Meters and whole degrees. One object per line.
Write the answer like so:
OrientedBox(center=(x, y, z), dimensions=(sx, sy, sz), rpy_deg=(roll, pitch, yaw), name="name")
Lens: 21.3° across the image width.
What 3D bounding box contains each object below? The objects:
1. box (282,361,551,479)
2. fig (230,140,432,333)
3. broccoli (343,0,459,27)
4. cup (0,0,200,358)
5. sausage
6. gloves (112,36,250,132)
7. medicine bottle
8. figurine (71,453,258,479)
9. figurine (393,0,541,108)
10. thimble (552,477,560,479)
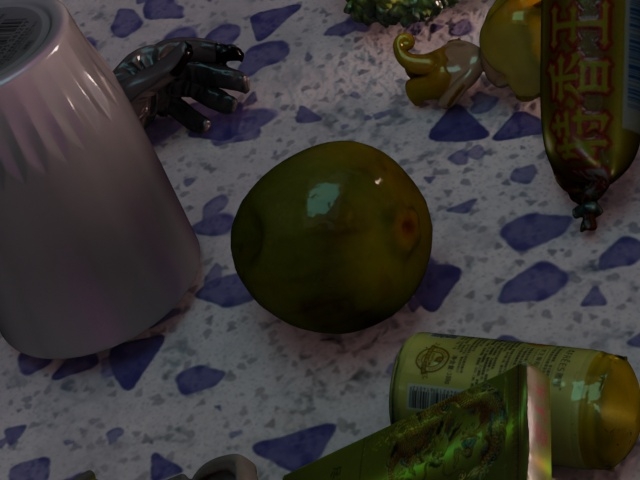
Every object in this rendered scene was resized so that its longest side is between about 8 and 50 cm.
OrientedBox(center=(0.079, 0.243, 1.570), dimensions=(0.311, 0.043, 0.173), rpy_deg=(-30, 36, 32), name="box")
OrientedBox(center=(0.001, 0.007, 1.816), dimensions=(0.230, 0.207, 0.207), rpy_deg=(-25, 41, 22), name="fig")
OrientedBox(center=(0.099, -0.413, 2.153), dimensions=(0.247, 0.243, 0.263), rpy_deg=(-17, 37, 24), name="broccoli")
OrientedBox(center=(-0.306, -0.070, 1.901), dimensions=(0.253, 0.372, 0.253), rpy_deg=(-14, 36, 10), name="cup")
OrientedBox(center=(0.293, -0.165, 1.868), dimensions=(0.125, 0.117, 0.318), rpy_deg=(-5, 79, 51), name="sausage")
OrientedBox(center=(-0.226, -0.176, 2.138), dimensions=(0.285, 0.142, 0.119), rpy_deg=(-20, 71, 0), name="gloves")
OrientedBox(center=(0.193, 0.157, 1.650), dimensions=(0.238, 0.124, 0.124), rpy_deg=(5, 50, 25), name="medicine bottle")
OrientedBox(center=(-0.172, 0.355, 1.562), dimensions=(0.284, 0.167, 0.343), rpy_deg=(15, 98, 36), name="figurine")
OrientedBox(center=(0.213, -0.227, 2.025), dimensions=(0.246, 0.131, 0.156), rpy_deg=(-19, 54, 23), name="figurine")
OrientedBox(center=(0.218, 0.274, 1.526), dimensions=(0.090, 0.115, 0.102), rpy_deg=(18, 59, 35), name="thimble")
